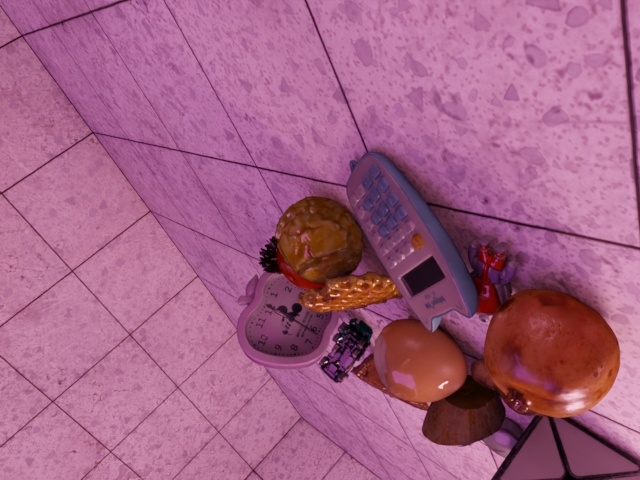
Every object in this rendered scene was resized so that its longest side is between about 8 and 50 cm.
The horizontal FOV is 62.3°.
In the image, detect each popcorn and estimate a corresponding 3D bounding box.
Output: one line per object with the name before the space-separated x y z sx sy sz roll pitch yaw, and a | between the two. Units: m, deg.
popcorn | 0.000 0.000 1.286 0.204 0.184 0.221 -31 100 36

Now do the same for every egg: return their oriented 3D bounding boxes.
egg | 0.248 0.301 1.322 0.244 0.201 0.201 7 137 40

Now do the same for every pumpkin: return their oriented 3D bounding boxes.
pumpkin | 0.355 0.416 1.342 0.217 0.217 0.110 0 106 60

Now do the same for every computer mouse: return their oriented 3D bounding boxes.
computer mouse | 0.478 0.539 1.473 0.128 0.079 0.231 53 160 -9

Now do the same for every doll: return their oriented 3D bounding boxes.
doll | 0.315 0.084 0.996 0.102 0.075 0.227 30 148 37

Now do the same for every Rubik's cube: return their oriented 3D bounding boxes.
Rubik's cube | 0.542 0.578 1.185 0.255 0.260 0.259 31 155 35

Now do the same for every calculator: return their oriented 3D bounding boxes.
calculator | 0.166 -0.005 1.065 0.386 0.054 0.256 57 160 9

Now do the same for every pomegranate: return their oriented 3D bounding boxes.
pomegranate | 0.377 0.192 0.896 0.215 0.215 0.215 38 156 20

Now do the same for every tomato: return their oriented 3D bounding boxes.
tomato | -0.039 0.059 1.502 0.195 0.136 0.195 37 156 20

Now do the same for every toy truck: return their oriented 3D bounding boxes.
toy truck | 0.095 0.351 1.711 0.110 0.116 0.216 38 113 21

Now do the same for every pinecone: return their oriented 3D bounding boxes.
pinecone | -0.127 0.046 1.663 0.140 0.140 0.121 19 113 49

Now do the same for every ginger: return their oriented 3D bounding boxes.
ginger | 0.455 0.320 1.152 0.148 0.081 0.333 62 157 5

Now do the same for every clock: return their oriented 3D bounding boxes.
clock | -0.112 0.252 1.709 0.338 0.338 0.102 41 159 13

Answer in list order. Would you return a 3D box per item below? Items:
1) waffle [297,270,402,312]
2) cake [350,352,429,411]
waffle | 0.072 0.128 1.287 0.291 0.291 0.051 124 140 -67
cake | 0.247 0.482 1.797 0.295 0.113 0.116 36 164 -5
